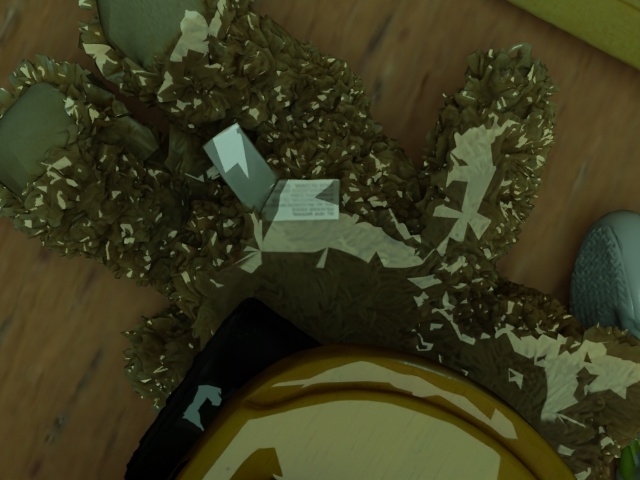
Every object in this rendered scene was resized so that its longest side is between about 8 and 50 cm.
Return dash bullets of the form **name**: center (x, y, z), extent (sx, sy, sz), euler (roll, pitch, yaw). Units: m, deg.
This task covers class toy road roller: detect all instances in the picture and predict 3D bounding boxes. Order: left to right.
- **toy road roller**: center (-0.032, 0.190, 0.571), extent (0.202, 0.240, 0.329), euler (36, 91, -4)

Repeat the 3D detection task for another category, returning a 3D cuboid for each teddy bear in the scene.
- **teddy bear**: center (0.000, 0.000, 0.727), extent (0.338, 0.113, 0.245), euler (23, 101, -1)

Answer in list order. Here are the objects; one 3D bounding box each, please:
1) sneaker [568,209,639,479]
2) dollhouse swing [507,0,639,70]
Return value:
- **sneaker**: center (0.205, 0.091, 0.762), extent (0.126, 0.091, 0.240), euler (-16, 99, -14)
- **dollhouse swing**: center (0.212, -0.112, 0.580), extent (0.305, 0.315, 0.347), euler (20, 130, -5)
